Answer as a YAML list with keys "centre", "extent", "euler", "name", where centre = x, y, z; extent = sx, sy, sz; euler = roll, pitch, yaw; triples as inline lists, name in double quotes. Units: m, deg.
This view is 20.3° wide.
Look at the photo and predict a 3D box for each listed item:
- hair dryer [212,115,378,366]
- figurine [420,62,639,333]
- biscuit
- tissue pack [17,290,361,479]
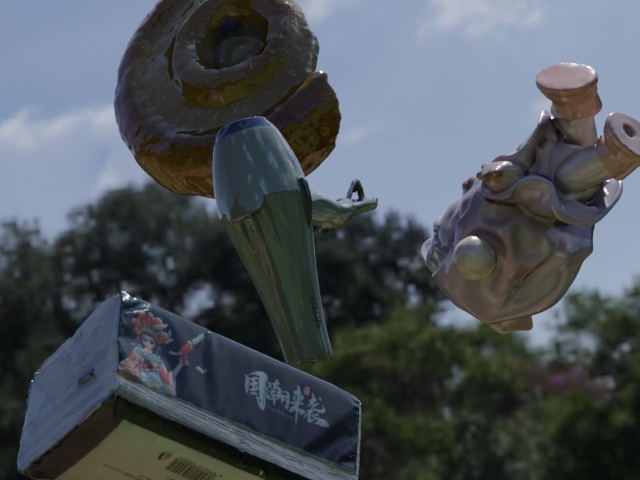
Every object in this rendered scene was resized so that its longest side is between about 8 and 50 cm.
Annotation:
- centre: [-0.001, 0.016, 1.218]
  extent: [0.067, 0.167, 0.199]
  euler: [-19, -23, 25]
  name: "hair dryer"
- centre: [0.187, -0.029, 1.551]
  extent: [0.200, 0.133, 0.276]
  euler: [-56, -2, -46]
  name: "figurine"
- centre: [-0.092, -0.146, 1.630]
  extent: [0.213, 0.274, 0.091]
  euler: [-35, -41, 6]
  name: "biscuit"
- centre: [-0.071, 0.109, 1.007]
  extent: [0.170, 0.090, 0.103]
  euler: [28, -49, -28]
  name: "tissue pack"
